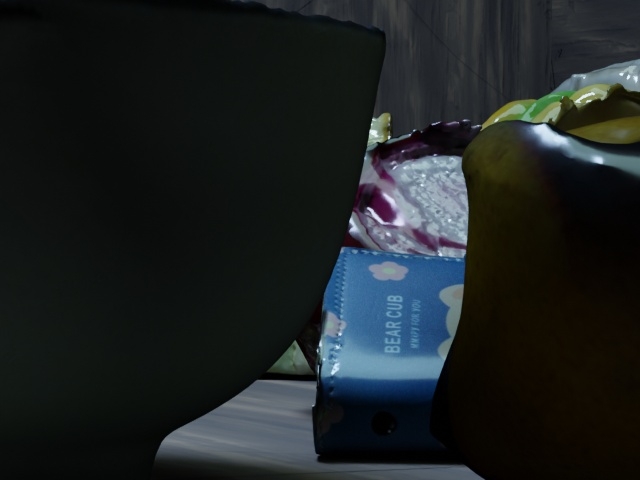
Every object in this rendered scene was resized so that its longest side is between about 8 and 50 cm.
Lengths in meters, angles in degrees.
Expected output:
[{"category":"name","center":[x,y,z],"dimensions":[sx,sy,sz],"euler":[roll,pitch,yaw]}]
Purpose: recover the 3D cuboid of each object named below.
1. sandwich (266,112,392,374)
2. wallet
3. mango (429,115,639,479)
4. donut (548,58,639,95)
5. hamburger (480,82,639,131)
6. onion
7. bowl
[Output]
[{"category":"sandwich","center":[0.000,0.000,1.346],"dimensions":[0.108,0.186,0.220],"euler":[3,1,5]},{"category":"wallet","center":[0.100,0.053,0.902],"dimensions":[0.202,0.059,0.141],"euler":[-1,31,3]},{"category":"mango","center":[0.182,0.029,0.665],"dimensions":[0.287,0.153,0.201],"euler":[0,6,4]},{"category":"donut","center":[0.380,-0.037,1.788],"dimensions":[0.382,0.142,0.382],"euler":[18,-18,6]},{"category":"hamburger","center":[0.204,-0.016,1.592],"dimensions":[0.237,0.237,0.149],"euler":[0,-2,-36]},{"category":"onion","center":[0.072,0.046,1.043],"dimensions":[0.173,0.198,0.135],"euler":[-17,-33,-20]},{"category":"bowl","center":[-0.151,0.006,0.722],"dimensions":[0.353,0.185,0.354],"euler":[1,1,0]}]
